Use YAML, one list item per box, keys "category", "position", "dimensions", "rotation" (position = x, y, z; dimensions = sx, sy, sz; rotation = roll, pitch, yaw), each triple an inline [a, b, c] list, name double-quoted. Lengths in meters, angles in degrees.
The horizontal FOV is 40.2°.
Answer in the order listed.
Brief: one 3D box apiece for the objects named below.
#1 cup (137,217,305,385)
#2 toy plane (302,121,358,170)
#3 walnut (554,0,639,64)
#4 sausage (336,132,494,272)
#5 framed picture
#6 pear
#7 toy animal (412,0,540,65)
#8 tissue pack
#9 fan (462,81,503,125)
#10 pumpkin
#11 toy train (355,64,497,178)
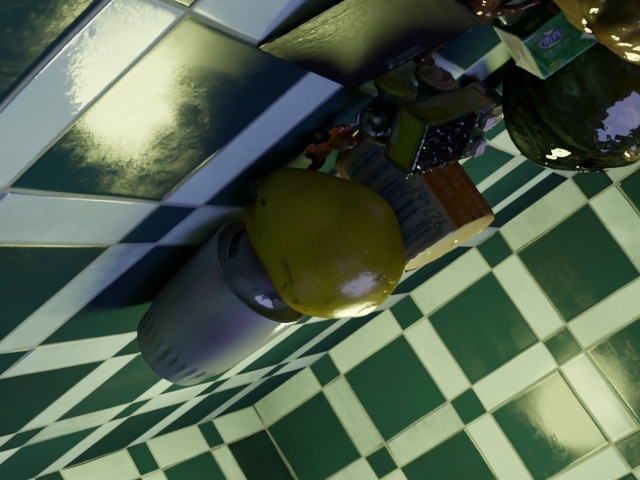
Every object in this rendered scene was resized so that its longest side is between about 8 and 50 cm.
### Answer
- category: "cup"
  position: [-0.212, 0.146, 1.880]
  dimensions: [0.371, 0.253, 0.253]
  rotation: [-41, 163, 33]
- category: "toy plane"
  position: [0.003, -0.177, 1.682]
  dimensions: [0.135, 0.062, 0.188]
  rotation: [-22, 176, -37]
- category: "walnut"
  position: [0.548, -0.460, 1.391]
  dimensions: [0.344, 0.306, 0.306]
  rotation: [-47, 164, 8]
- category: "sausage"
  position: [0.197, -0.103, 1.851]
  dimensions: [0.233, 0.287, 0.233]
  rotation: [-31, 165, -9]
- category: "framed picture"
  position: [0.088, -0.320, 1.347]
  dimensions: [0.255, 0.014, 0.339]
  rotation: [-24, 168, 24]
- category: "pear"
  position: [0.012, -0.005, 1.712]
  dimensions: [0.285, 0.336, 0.285]
  rotation: [-22, -166, 6]
- category: "toy animal"
  position: [0.261, -0.387, 1.495]
  dimensions: [0.230, 0.066, 0.224]
  rotation: [-20, 160, 2]
- category: "tissue pack"
  position: [0.438, -0.429, 1.617]
  dimensions: [0.209, 0.156, 0.148]
  rotation: [-35, -159, 6]
- category: "fan"
  position: [0.352, -0.296, 1.967]
  dimensions: [0.130, 0.074, 0.244]
  rotation: [-35, 165, 11]
- category: "pumpkin"
  position: [0.613, -0.326, 1.868]
  dimensions: [0.455, 0.343, 0.454]
  rotation: [-25, 170, -5]
- category: "toy train"
  position: [0.191, -0.226, 1.603]
  dimensions: [0.261, 0.177, 0.134]
  rotation: [-20, 140, -39]
